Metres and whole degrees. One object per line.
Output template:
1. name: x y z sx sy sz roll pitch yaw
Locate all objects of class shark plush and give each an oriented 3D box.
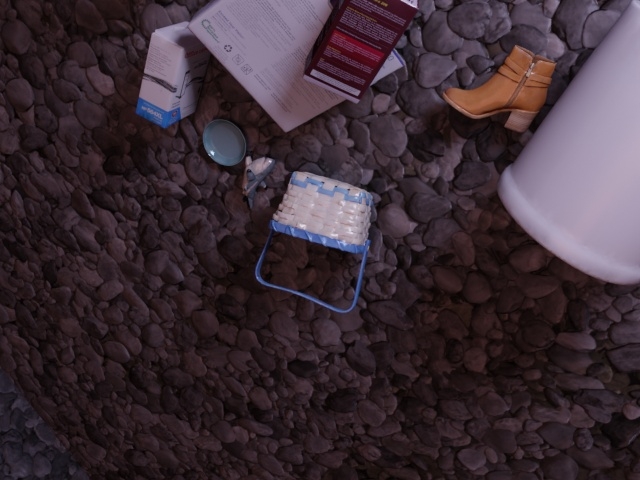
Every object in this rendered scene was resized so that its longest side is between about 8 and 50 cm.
1. shark plush: -0.161 -0.137 1.629 0.067 0.073 0.161 7 119 -15

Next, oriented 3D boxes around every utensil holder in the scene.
1. utensil holder: 0.555 -0.167 1.144 0.327 0.328 0.386 32 123 4

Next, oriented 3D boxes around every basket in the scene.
1. basket: 0.000 0.000 1.524 0.254 0.201 0.289 20 91 13

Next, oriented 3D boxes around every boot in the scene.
1. boot: 0.355 -0.315 1.301 0.197 0.073 0.153 17 124 0

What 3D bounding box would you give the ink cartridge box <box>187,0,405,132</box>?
1. ink cartridge box: -0.046 -0.416 1.352 0.330 0.072 0.324 -24 128 29

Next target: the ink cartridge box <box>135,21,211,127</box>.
1. ink cartridge box: -0.335 -0.383 1.509 0.085 0.148 0.203 30 125 7

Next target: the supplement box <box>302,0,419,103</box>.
1. supplement box: 0.073 -0.392 1.255 0.130 0.073 0.239 22 137 -16

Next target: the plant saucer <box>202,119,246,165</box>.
1. plant saucer: -0.234 -0.244 1.618 0.119 0.021 0.120 10 119 18

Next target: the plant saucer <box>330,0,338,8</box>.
1. plant saucer: 0.014 -0.615 1.274 0.331 0.084 0.333 11 121 18
